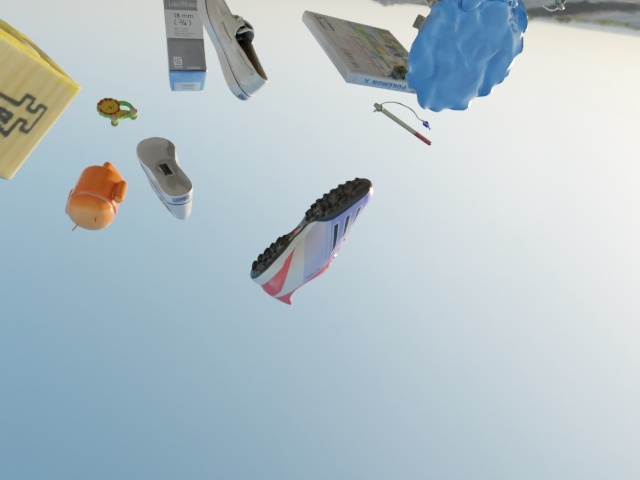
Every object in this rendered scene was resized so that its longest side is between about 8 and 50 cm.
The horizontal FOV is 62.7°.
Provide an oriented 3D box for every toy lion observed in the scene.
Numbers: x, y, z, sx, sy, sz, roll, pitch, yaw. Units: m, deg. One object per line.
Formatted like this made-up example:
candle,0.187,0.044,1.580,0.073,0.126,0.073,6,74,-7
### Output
toy lion,-0.618,-0.395,1.587,0.100,0.034,0.096,-31,-104,-32

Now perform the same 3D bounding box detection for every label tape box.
label tape box,-0.384,-0.610,1.464,0.105,0.334,0.240,-5,-175,-15

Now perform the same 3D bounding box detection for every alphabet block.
alphabet block,-0.533,-0.242,0.797,0.192,0.197,0.193,40,-177,20

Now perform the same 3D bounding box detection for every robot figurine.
robot figurine,-0.622,-0.118,1.459,0.157,0.128,0.220,14,-132,-14

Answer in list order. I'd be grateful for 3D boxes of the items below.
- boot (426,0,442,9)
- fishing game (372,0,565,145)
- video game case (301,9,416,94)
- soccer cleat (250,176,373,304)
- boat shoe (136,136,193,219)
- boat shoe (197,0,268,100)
boot,0.413,-0.802,1.523,0.112,0.305,0.115,31,-171,-28
fishing game,0.187,-0.253,0.689,0.189,0.264,0.041,18,-148,-44
video game case,0.135,-0.512,1.442,0.299,0.036,0.329,-1,-134,-30
soccer cleat,0.000,0.000,1.100,0.116,0.318,0.109,46,-176,-23
boat shoe,-0.360,-0.145,1.210,0.095,0.084,0.258,-13,-134,-21
boat shoe,-0.186,-0.441,1.140,0.088,0.268,0.096,-24,167,26
